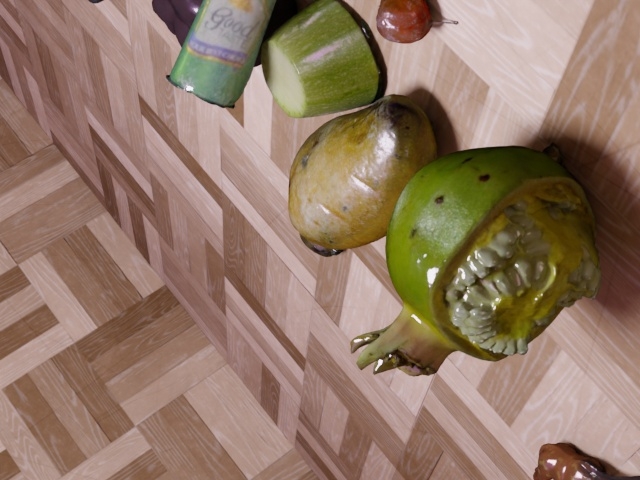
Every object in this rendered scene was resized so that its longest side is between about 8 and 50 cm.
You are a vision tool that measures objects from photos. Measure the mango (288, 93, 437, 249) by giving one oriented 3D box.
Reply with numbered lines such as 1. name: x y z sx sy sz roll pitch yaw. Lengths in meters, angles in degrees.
1. mango: 0.068 -0.094 1.513 0.176 0.175 0.329 40 146 -20

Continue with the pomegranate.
1. pomegranate: 0.174 0.035 1.229 0.260 0.341 0.260 49 -178 -2

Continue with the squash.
1. squash: -0.002 -0.250 1.489 0.170 0.123 0.170 48 154 33

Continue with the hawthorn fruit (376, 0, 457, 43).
1. hawthorn fruit: 0.118 -0.269 1.281 0.103 0.067 0.067 14 144 16

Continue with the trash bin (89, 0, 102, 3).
1. trash bin: -0.339 -0.528 1.762 0.115 0.165 0.225 54 157 9

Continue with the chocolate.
1. chocolate: -0.109 -0.330 1.441 0.110 0.110 0.291 39 112 39

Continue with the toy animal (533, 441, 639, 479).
1. toy animal: 0.406 0.362 1.546 0.224 0.066 0.229 40 149 38

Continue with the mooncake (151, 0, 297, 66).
1. mooncake: -0.163 -0.389 1.605 0.283 0.141 0.283 43 154 27

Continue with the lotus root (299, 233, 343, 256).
1. lotus root: 0.000 0.000 1.946 0.099 0.049 0.054 36 150 31
